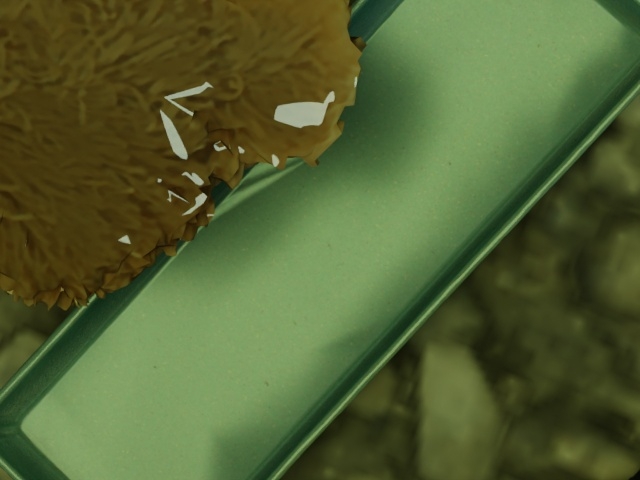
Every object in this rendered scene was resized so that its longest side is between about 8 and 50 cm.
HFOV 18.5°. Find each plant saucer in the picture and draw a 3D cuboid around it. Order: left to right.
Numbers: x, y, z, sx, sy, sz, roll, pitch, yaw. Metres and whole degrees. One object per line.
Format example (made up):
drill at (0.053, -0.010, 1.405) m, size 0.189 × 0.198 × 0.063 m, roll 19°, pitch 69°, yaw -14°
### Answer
plant saucer at (0.000, 0.000, 0.485) m, size 0.067 × 0.018 × 0.192 m, roll 43°, pitch 97°, yaw 8°

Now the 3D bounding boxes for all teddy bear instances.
teddy bear at (-0.126, -0.136, 0.407) m, size 0.338 × 0.113 × 0.245 m, roll 34°, pitch 109°, yaw -24°
